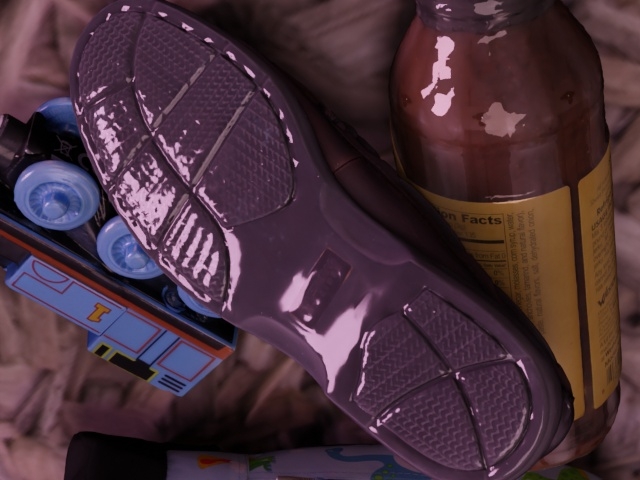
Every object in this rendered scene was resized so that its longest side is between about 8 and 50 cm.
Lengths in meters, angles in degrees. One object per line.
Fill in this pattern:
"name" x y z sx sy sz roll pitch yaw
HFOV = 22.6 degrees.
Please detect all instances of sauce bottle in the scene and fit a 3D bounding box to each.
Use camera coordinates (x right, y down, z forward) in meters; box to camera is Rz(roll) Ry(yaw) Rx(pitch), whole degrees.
"sauce bottle" 0.093 -0.040 0.805 0.111 0.111 0.344 -8 125 1

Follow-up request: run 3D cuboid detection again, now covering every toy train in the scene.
"toy train" -0.110 0.003 0.843 0.184 0.080 0.105 31 124 -24

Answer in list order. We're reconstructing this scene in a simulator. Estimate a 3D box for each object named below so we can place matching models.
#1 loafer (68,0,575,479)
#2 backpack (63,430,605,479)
"loafer" 0.000 0.000 0.771 0.302 0.095 0.109 44 107 18
"backpack" 0.041 0.254 0.953 0.356 0.273 0.290 -6 121 -15
